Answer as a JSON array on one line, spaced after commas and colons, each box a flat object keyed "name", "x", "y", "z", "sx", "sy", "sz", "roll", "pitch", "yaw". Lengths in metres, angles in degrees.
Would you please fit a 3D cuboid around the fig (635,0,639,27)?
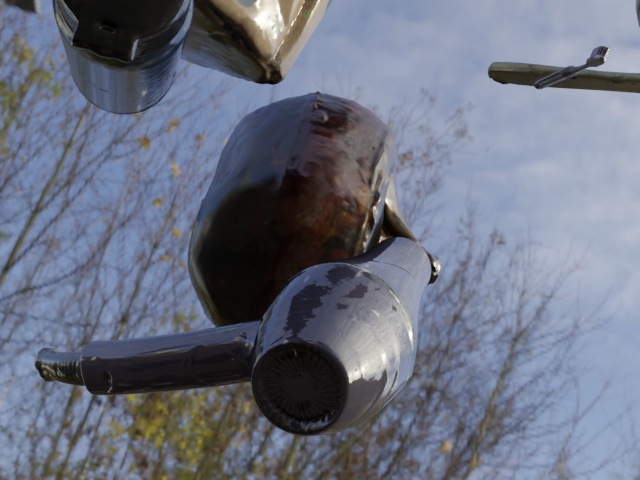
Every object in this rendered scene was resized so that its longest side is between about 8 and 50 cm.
[{"name": "fig", "x": 0.440, "y": -0.329, "z": 1.175, "sx": 0.231, "sy": 0.160, "sz": 0.143, "roll": 53, "pitch": -11, "yaw": -13}]

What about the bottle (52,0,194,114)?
[{"name": "bottle", "x": -0.110, "y": -0.124, "z": 0.551, "sx": 0.072, "sy": 0.082, "sz": 0.244, "roll": 18, "pitch": -2, "yaw": -11}]

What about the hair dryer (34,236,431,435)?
[{"name": "hair dryer", "x": -0.083, "y": 0.078, "z": 0.829, "sx": 0.361, "sy": 0.301, "sz": 0.121, "roll": -8, "pitch": -78, "yaw": 19}]

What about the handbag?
[{"name": "handbag", "x": -0.094, "y": -0.268, "z": 0.857, "sx": 0.251, "sy": 0.193, "sz": 0.190, "roll": 25, "pitch": -11, "yaw": 46}]

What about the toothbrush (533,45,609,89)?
[{"name": "toothbrush", "x": 0.127, "y": -0.087, "z": 0.499, "sx": 0.006, "sy": 0.008, "sz": 0.097, "roll": 28, "pitch": -2, "yaw": -5}]

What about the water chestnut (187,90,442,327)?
[{"name": "water chestnut", "x": 0.000, "y": 0.000, "z": 1.200, "sx": 0.302, "sy": 0.350, "sz": 0.350, "roll": 15, "pitch": -34, "yaw": 4}]

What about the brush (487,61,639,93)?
[{"name": "brush", "x": 0.341, "y": -0.179, "z": 1.094, "sx": 0.336, "sy": 0.020, "sz": 0.085, "roll": 11, "pitch": -9, "yaw": 33}]
